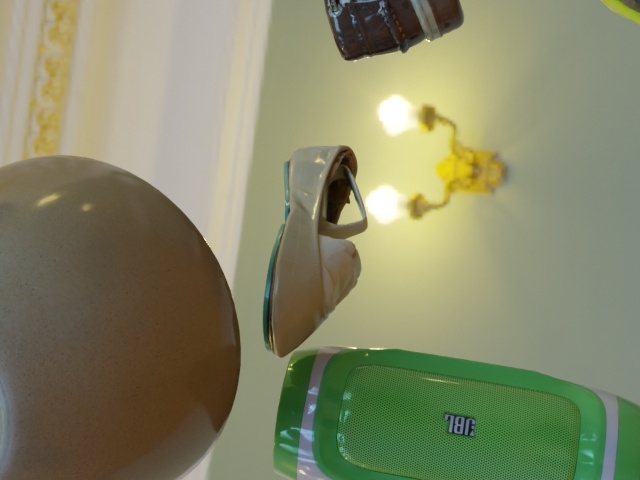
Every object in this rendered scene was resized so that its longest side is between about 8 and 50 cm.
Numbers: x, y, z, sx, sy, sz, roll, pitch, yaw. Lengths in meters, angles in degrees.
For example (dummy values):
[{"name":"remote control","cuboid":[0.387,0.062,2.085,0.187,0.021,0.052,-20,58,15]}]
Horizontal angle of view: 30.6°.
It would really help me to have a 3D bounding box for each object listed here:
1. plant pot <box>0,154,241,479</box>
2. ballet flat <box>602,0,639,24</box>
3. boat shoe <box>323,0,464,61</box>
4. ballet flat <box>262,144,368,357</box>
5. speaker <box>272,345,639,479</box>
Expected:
[{"name":"plant pot","cuboid":[-0.224,0.090,0.835,0.191,0.284,0.284,-29,-60,-68]},{"name":"ballet flat","cuboid":[0.068,-0.159,0.373,0.231,0.077,0.077,55,-170,8]},{"name":"boat shoe","cuboid":[0.001,-0.223,0.765,0.095,0.095,0.257,53,-168,-56]},{"name":"ballet flat","cuboid":[0.000,0.000,1.012,0.248,0.086,0.086,-85,-24,-48]},{"name":"speaker","cuboid":[0.115,0.168,0.988,0.131,0.296,0.131,8,-90,-83]}]
